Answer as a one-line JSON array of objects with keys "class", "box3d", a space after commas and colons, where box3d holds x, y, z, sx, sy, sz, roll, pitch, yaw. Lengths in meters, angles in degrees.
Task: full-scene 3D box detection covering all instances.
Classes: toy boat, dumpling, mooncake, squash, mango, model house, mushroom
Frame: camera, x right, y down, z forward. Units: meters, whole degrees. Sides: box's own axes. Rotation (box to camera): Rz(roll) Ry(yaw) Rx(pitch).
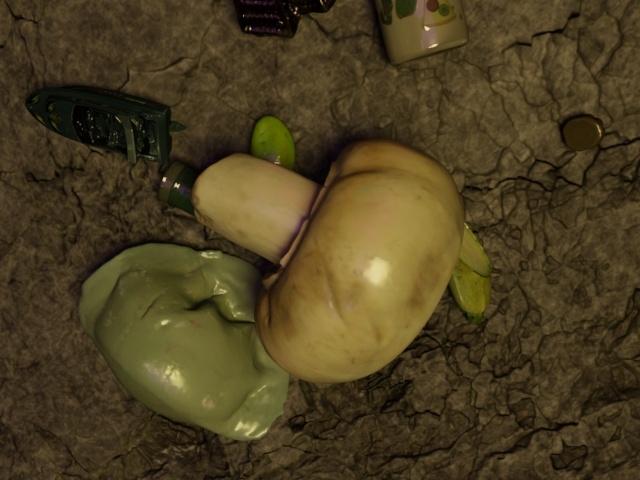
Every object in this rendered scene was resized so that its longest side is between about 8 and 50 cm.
[{"class": "toy boat", "box3d": [-0.344, -0.185, 0.836, 0.246, 0.103, 0.092, 14, 129, 5]}, {"class": "dumpling", "box3d": [-0.223, 0.159, 0.875, 0.212, 0.270, 0.320, -23, 128, 31]}, {"class": "mooncake", "box3d": [0.528, -0.158, 0.737, 0.347, 0.057, 0.150, 17, 131, 19]}, {"class": "squash", "box3d": [0.242, 0.058, 0.874, 0.075, 0.090, 0.200, -19, 109, 17]}, {"class": "mango", "box3d": [-0.077, -0.142, 0.849, 0.074, 0.056, 0.108, -9, 101, 0]}, {"class": "model house", "box3d": [-0.051, -0.368, 0.763, 0.166, 0.106, 0.152, 5, 103, 7]}, {"class": "mushroom", "box3d": [0.032, 0.008, 0.768, 0.325, 0.353, 0.353, -24, 106, -35]}]

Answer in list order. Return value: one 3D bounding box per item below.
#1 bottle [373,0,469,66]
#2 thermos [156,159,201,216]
[{"class": "bottle", "box3d": [0.122, -0.381, 0.743, 0.121, 0.120, 0.253, -14, 104, 7]}, {"class": "thermos", "box3d": [-0.160, -0.060, 0.870, 0.188, 0.073, 0.083, 27, 84, -5]}]
